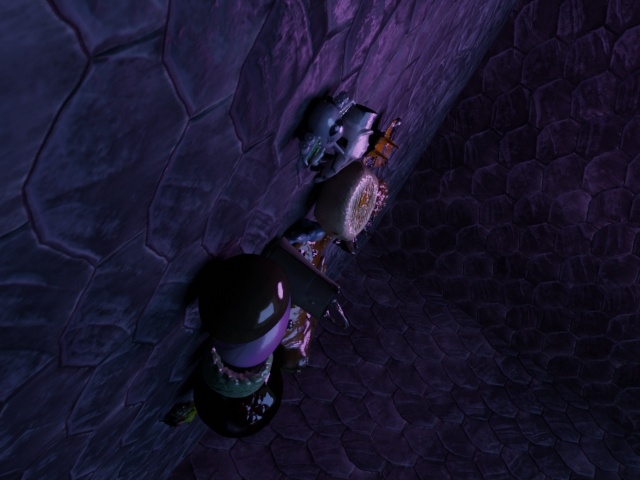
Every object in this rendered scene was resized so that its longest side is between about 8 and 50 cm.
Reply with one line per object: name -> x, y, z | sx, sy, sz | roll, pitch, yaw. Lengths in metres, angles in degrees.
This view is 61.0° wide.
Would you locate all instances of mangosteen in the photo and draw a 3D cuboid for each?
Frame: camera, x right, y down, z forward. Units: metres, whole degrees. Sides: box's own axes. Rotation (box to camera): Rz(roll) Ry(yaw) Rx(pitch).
mangosteen -> -0.285, 0.505, 1.872 | 0.307, 0.307, 0.347 | -53, -158, -4

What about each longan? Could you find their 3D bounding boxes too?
longan -> -0.168, 0.125, 1.210 | 0.220, 0.196, 0.196 | -40, 168, -20

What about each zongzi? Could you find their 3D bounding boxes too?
zongzi -> -0.071, 0.299, 2.118 | 0.393, 0.174, 0.356 | -54, -154, 36

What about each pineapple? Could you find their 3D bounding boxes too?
pineapple -> 0.159, -0.092, 2.096 | 0.141, 0.170, 0.310 | 11, -107, 53

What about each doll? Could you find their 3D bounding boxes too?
doll -> -0.053, -0.031, 1.676 | 0.179, 0.120, 0.075 | -5, 88, -61

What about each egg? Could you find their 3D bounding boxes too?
egg -> -0.186, 0.221, 1.501 | 0.271, 0.196, 0.196 | -58, 171, 17

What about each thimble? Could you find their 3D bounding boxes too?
thimble -> -0.256, 0.366, 1.671 | 0.219, 0.219, 0.150 | -47, 171, -38

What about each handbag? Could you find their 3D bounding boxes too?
handbag -> -0.031, 0.136, 1.584 | 0.109, 0.315, 0.241 | -52, 173, -27

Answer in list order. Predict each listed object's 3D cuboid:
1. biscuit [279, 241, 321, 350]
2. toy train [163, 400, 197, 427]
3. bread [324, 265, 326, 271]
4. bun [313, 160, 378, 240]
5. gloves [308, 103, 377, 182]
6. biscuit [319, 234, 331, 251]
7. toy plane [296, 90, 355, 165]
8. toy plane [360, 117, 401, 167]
biscuit -> -0.095, 0.186, 1.821 | 0.283, 0.064, 0.432 | 7, 106, -46
toy train -> -0.492, 0.619, 1.940 | 0.085, 0.053, 0.250 | -60, 173, -11
bread -> -0.048, 0.168, 2.384 | 0.147, 0.098, 0.217 | -51, 174, -24
bun -> 0.071, -0.119, 1.648 | 0.244, 0.153, 0.244 | -37, 139, -40
gloves -> 0.050, -0.223, 1.300 | 0.212, 0.111, 0.127 | -65, 173, 22
biscuit -> 0.000, 0.000, 2.167 | 0.318, 0.040, 0.318 | -51, 171, -11
toy plane -> 0.014, -0.232, 1.138 | 0.174, 0.080, 0.174 | -51, 169, -14
toy plane -> 0.200, -0.304, 1.853 | 0.204, 0.103, 0.316 | -52, 179, 2
